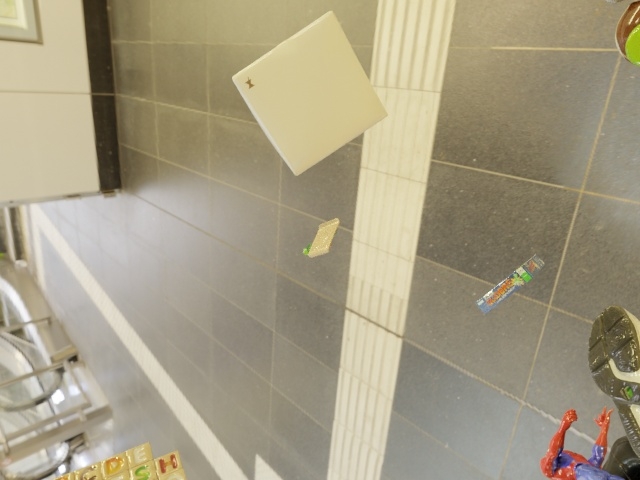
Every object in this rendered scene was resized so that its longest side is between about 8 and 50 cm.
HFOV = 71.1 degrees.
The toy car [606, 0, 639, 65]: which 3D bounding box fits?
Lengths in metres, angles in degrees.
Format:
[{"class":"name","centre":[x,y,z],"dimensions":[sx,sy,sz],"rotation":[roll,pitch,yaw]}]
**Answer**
[{"class":"toy car","centre":[0.368,-0.312,0.540],"dimensions":[0.188,0.155,0.149],"rotation":[37,134,21]}]

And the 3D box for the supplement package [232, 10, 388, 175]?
[{"class":"supplement package","centre":[-0.030,-0.246,0.794],"dimensions":[0.175,0.177,0.293],"rotation":[57,-178,-16]}]

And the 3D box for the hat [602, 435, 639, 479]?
[{"class":"hat","centre":[0.912,0.690,1.184],"dimensions":[0.331,0.133,0.332],"rotation":[-176,90,-83]}]

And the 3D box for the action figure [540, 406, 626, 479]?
[{"class":"action figure","centre":[0.381,0.286,0.603],"dimensions":[0.091,0.280,0.139],"rotation":[17,75,6]}]

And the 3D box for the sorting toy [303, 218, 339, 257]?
[{"class":"sorting toy","centre":[0.000,0.000,0.745],"dimensions":[0.083,0.012,0.062],"rotation":[-19,46,54]}]

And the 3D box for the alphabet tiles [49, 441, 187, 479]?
[{"class":"alphabet tiles","centre":[-0.317,0.403,0.660],"dimensions":[0.198,0.237,0.009],"rotation":[39,136,53]}]

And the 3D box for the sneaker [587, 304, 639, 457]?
[{"class":"sneaker","centre":[0.848,0.364,1.093],"dimensions":[0.257,0.448,0.169],"rotation":[18,128,-1]}]

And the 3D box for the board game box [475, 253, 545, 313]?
[{"class":"board game box","centre":[0.452,0.100,1.055],"dimensions":[0.035,0.201,0.136],"rotation":[51,118,18]}]
